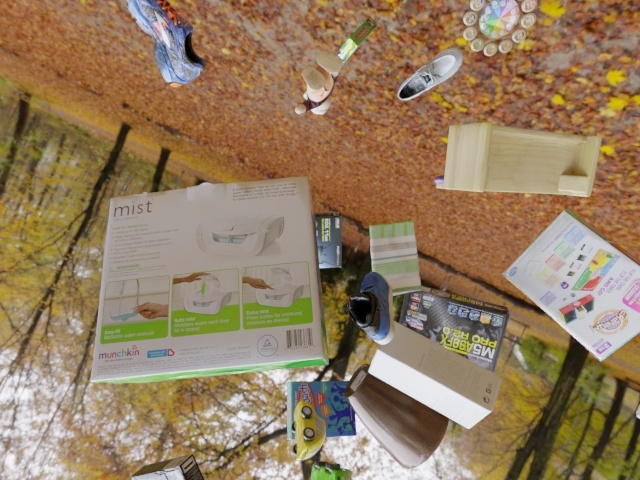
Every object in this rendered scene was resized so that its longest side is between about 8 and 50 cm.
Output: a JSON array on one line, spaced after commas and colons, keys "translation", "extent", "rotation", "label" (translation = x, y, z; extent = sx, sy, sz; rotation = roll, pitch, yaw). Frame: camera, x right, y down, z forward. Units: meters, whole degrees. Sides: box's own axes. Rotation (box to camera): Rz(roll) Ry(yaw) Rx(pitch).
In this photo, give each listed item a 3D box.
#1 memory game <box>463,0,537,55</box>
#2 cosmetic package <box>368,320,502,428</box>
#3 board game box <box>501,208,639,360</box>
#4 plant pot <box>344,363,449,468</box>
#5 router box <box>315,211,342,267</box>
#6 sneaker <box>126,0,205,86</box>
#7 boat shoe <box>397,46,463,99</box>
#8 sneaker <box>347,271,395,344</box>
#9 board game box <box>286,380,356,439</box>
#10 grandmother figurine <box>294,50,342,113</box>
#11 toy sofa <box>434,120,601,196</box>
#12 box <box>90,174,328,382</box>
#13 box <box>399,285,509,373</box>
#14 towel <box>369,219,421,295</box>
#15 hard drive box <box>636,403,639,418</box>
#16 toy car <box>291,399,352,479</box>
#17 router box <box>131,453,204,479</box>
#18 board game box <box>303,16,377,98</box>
[{"translation": [0.469, -0.578, 1.055], "extent": [0.186, 0.012, 0.186], "rotation": [4, 136, 4], "label": "memory game"}, {"translation": [0.223, 0.270, 0.813], "extent": [0.231, 0.085, 0.117], "rotation": [28, 142, 15], "label": "cosmetic package"}, {"translation": [0.683, 0.110, 1.042], "extent": [0.064, 0.242, 0.316], "rotation": [-8, -131, -49], "label": "board game box"}, {"translation": [0.187, 0.446, 1.089], "extent": [0.230, 0.215, 0.215], "rotation": [38, 177, -3], "label": "plant pot"}, {"translation": [0.000, 0.000, 0.884], "extent": [0.092, 0.123, 0.038], "rotation": [-3, -163, -5], "label": "router box"}, {"translation": [-0.285, -0.408, 0.757], "extent": [0.087, 0.083, 0.221], "rotation": [-7, 133, 13], "label": "sneaker"}, {"translation": [0.334, -0.504, 1.247], "extent": [0.079, 0.081, 0.227], "rotation": [50, 141, -14], "label": "boat shoe"}, {"translation": [0.087, 0.102, 0.718], "extent": [0.084, 0.058, 0.152], "rotation": [42, -147, -35], "label": "sneaker"}, {"translation": [0.003, 0.512, 1.223], "extent": [0.210, 0.160, 0.047], "rotation": [6, 156, -21], "label": "board game box"}, {"translation": [-0.003, -0.488, 1.317], "extent": [0.104, 0.207, 0.342], "rotation": [54, -177, -3], "label": "grandmother figurine"}, {"translation": [0.465, -0.190, 0.970], "extent": [0.362, 0.150, 0.177], "rotation": [0, -169, -20], "label": "toy sofa"}, {"translation": [-0.131, 0.053, 0.523], "extent": [0.261, 0.231, 0.127], "rotation": [-7, 159, 2], "label": "box"}, {"translation": [0.352, 0.256, 1.110], "extent": [0.269, 0.216, 0.060], "rotation": [14, -166, 20], "label": "box"}, {"translation": [0.156, 0.038, 0.831], "extent": [0.113, 0.152, 0.023], "rotation": [-7, -177, -25], "label": "towel"}, {"translation": [0.514, 0.131, 0.488], "extent": [0.089, 0.232, 0.181], "rotation": [32, 161, 24], "label": "hard drive box"}, {"translation": [-0.001, 0.383, 0.639], "extent": [0.053, 0.239, 0.225], "rotation": [15, 154, -17], "label": "toy car"}, {"translation": [-0.332, 0.565, 0.903], "extent": [0.046, 0.178, 0.133], "rotation": [-20, -95, -63], "label": "router box"}, {"translation": [0.071, -0.697, 1.565], "extent": [0.046, 0.214, 0.317], "rotation": [40, 142, -13], "label": "board game box"}]
